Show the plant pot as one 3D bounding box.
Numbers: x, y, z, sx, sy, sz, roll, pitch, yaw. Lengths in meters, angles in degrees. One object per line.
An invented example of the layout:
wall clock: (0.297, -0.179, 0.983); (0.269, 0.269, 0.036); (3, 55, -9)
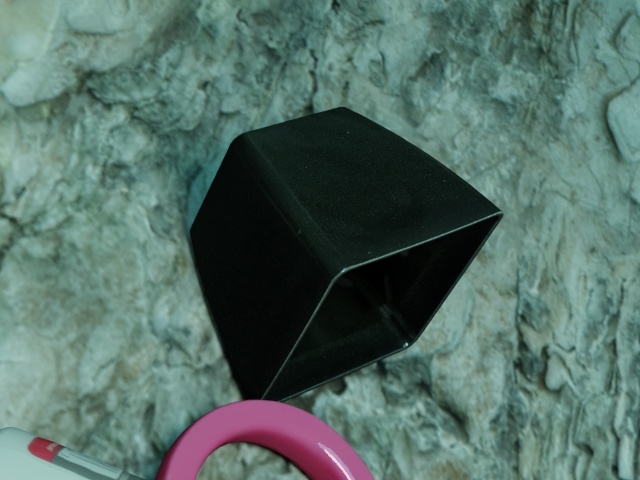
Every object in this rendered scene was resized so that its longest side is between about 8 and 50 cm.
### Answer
plant pot: (0.000, 0.000, 1.183); (0.188, 0.187, 0.167); (-20, 62, -39)

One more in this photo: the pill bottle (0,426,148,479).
pill bottle: (-0.093, 0.256, 0.911); (0.319, 0.176, 0.176); (23, 51, 0)

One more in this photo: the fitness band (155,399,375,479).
fitness band: (-0.019, 0.259, 1.085); (0.209, 0.054, 0.290); (-17, 73, -38)
